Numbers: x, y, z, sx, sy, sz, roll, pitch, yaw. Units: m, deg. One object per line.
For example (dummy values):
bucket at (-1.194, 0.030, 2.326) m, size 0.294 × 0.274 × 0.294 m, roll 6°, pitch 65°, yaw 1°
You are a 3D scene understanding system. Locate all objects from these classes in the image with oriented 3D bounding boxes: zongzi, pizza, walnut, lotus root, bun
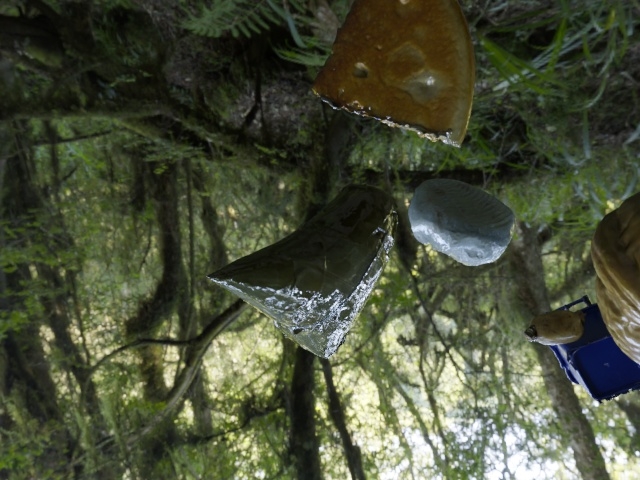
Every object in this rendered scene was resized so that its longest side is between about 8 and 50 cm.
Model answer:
zongzi at (0.000, 0.000, 0.812) m, size 0.174 × 0.356 × 0.393 m, roll 20°, pitch 163°, yaw 32°
pizza at (0.057, -0.144, 0.361) m, size 0.130 × 0.178 × 0.041 m, roll -32°, pitch 169°, yaw 21°
walnut at (0.562, 0.054, 0.653) m, size 0.332 × 0.333 × 0.333 m, roll -9°, pitch -170°, yaw 2°
lotus root at (0.488, 0.175, 0.907) m, size 0.151 × 0.063 × 0.072 m, roll -15°, pitch -149°, yaw -17°
bun at (0.434, -0.055, 1.416) m, size 0.353 × 0.194 × 0.355 m, roll 12°, pitch -146°, yaw -8°

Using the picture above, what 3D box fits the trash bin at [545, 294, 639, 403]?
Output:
trash bin at (0.599, 0.236, 0.975) m, size 0.162 × 0.184 × 0.234 m, roll -31°, pitch 170°, yaw 19°
